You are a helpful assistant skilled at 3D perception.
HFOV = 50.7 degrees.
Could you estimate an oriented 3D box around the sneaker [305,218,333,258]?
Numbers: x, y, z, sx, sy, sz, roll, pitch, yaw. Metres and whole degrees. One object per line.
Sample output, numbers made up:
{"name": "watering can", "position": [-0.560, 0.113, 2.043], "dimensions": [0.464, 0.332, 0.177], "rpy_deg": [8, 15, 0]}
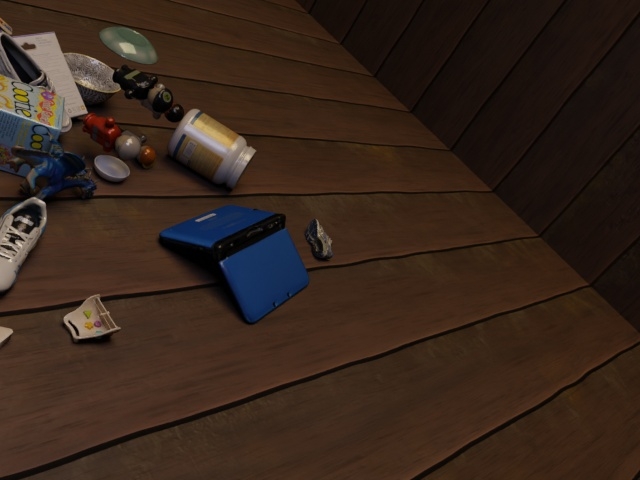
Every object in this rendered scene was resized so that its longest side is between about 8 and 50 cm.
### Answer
{"name": "sneaker", "position": [0.000, 0.000, 1.831], "dimensions": [0.058, 0.052, 0.135], "rpy_deg": [24, 37, -38]}

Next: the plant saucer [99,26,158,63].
{"name": "plant saucer", "position": [-0.602, -0.632, 2.147], "dimensions": [0.195, 0.037, 0.195], "rpy_deg": [26, 29, -16]}

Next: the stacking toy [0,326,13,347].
{"name": "stacking toy", "position": [-0.598, 0.115, 0.950], "dimensions": [0.279, 0.130, 0.309], "rpy_deg": [28, 30, -11]}

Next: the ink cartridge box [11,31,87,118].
{"name": "ink cartridge box", "position": [-0.663, -0.371, 1.576], "dimensions": [0.206, 0.045, 0.208], "rpy_deg": [-41, 116, -59]}

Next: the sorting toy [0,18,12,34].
{"name": "sorting toy", "position": [-0.802, -0.550, 1.681], "dimensions": [0.083, 0.012, 0.062], "rpy_deg": [45, 4, -34]}

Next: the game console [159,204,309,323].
{"name": "game console", "position": [-0.193, 0.043, 1.581], "dimensions": [0.250, 0.173, 0.293], "rpy_deg": [11, 20, 24]}

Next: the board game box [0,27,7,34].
{"name": "board game box", "position": [-0.851, -0.468, 1.513], "dimensions": [0.233, 0.078, 0.347], "rpy_deg": [49, 16, 23]}

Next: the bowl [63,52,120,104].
{"name": "bowl", "position": [-0.612, -0.406, 1.757], "dimensions": [0.170, 0.080, 0.170], "rpy_deg": [26, 30, -17]}

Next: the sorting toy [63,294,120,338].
{"name": "sorting toy", "position": [-0.409, 0.146, 1.193], "dimensions": [0.075, 0.045, 0.083], "rpy_deg": [-14, 55, -45]}

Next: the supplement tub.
{"name": "supplement tub", "position": [-0.285, -0.238, 1.780], "dimensions": [0.199, 0.144, 0.144], "rpy_deg": [32, 29, -6]}

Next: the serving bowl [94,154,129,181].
{"name": "serving bowl", "position": [-0.490, -0.164, 1.577], "dimensions": [0.083, 0.027, 0.083], "rpy_deg": [25, 31, -17]}

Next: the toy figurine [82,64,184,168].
{"name": "toy figurine", "position": [-0.432, -0.286, 1.611], "dimensions": [0.148, 0.213, 0.209], "rpy_deg": [32, -2, 7]}

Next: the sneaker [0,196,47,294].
{"name": "sneaker", "position": [-0.554, 0.003, 1.207], "dimensions": [0.085, 0.086, 0.237], "rpy_deg": [26, 32, -19]}

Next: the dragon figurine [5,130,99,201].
{"name": "dragon figurine", "position": [-0.533, -0.156, 1.348], "dimensions": [0.085, 0.289, 0.144], "rpy_deg": [41, 67, 14]}

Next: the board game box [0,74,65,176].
{"name": "board game box", "position": [-0.689, -0.254, 1.388], "dimensions": [0.275, 0.144, 0.142], "rpy_deg": [18, 33, -29]}

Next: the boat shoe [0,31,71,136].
{"name": "boat shoe", "position": [-0.633, -0.336, 1.479], "dimensions": [0.258, 0.084, 0.095], "rpy_deg": [51, 40, -37]}
